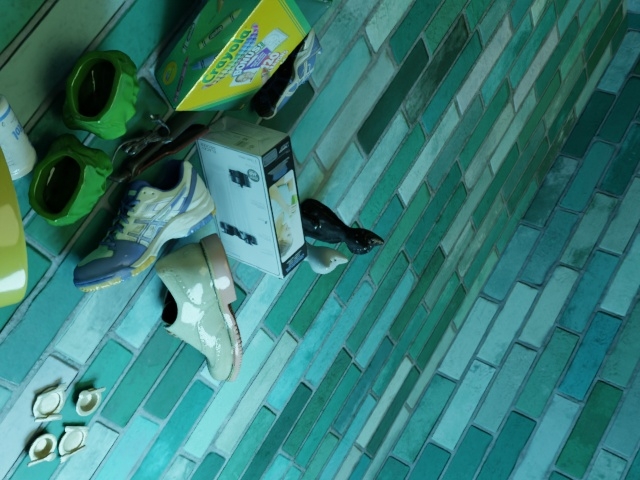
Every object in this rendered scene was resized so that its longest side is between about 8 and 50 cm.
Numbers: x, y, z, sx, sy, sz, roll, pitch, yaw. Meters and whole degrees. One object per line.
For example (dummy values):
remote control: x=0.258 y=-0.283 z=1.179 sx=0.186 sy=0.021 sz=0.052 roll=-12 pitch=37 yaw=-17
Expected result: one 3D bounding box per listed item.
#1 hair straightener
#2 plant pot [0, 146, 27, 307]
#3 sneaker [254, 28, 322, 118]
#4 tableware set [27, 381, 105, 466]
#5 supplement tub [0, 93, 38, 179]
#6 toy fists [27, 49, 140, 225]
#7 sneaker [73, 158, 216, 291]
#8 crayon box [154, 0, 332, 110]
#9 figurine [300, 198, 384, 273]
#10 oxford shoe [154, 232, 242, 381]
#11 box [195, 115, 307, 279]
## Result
hair straightener: x=-0.289 y=-0.177 z=1.325 sx=0.230 sy=0.047 sz=0.089 roll=-38 pitch=137 yaw=-31
plant pot: x=-0.510 y=-0.016 z=0.926 sx=0.239 sy=0.254 sz=0.254 roll=-16 pitch=123 yaw=-33
sneaker: x=-0.057 y=-0.326 z=1.528 sx=0.211 sy=0.080 sz=0.081 roll=-61 pitch=144 yaw=-8
tableware set: x=-0.463 y=0.331 z=1.393 sx=0.141 sy=0.020 sz=0.169 roll=1 pitch=108 yaw=-56
supplement tub: x=-0.449 y=-0.144 z=1.077 sx=0.071 sy=0.071 sz=0.107 roll=-47 pitch=143 yaw=-28
toy fists: x=-0.352 y=-0.153 z=1.161 sx=0.142 sy=0.096 sz=0.279 roll=-12 pitch=122 yaw=-87
sneaker: x=-0.319 y=-0.032 z=1.329 sx=0.296 sy=0.111 sz=0.131 roll=-43 pitch=123 yaw=-36
crayon box: x=-0.131 y=-0.333 z=1.282 sx=0.278 sy=0.081 sz=0.165 roll=-42 pitch=162 yaw=35
figurine: x=0.000 y=0.000 z=1.688 sx=0.215 sy=0.209 sz=0.092 roll=-26 pitch=129 yaw=-46
oxford shoe: x=-0.243 y=0.151 z=1.541 sx=0.146 sy=0.140 sz=0.397 roll=-16 pitch=133 yaw=-14
box: x=-0.129 y=-0.080 z=1.495 sx=0.087 sy=0.169 sz=0.290 roll=-43 pitch=139 yaw=-37
